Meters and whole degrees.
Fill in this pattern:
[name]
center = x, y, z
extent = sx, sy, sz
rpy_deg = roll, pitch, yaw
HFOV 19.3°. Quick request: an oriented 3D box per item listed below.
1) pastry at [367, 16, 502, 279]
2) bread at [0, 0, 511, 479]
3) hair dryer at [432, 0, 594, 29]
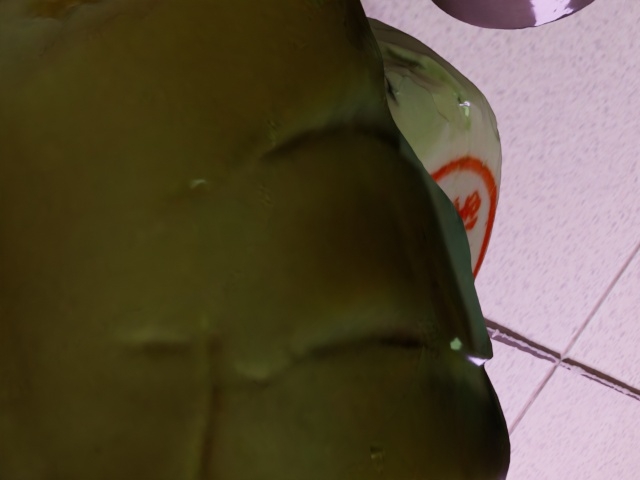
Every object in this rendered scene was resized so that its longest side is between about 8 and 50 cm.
[pastry]
center = 0.000, 0.002, 1.086
extent = 0.265, 0.133, 0.264
rpy_deg = -40, 148, -31
[bread]
center = -0.045, 0.005, 0.817
extent = 0.210, 0.341, 0.300
rpy_deg = -20, 164, 11
[hair dryer]
center = 0.155, -0.308, 1.034
extent = 0.352, 0.125, 0.210
rpy_deg = -55, 152, -18
